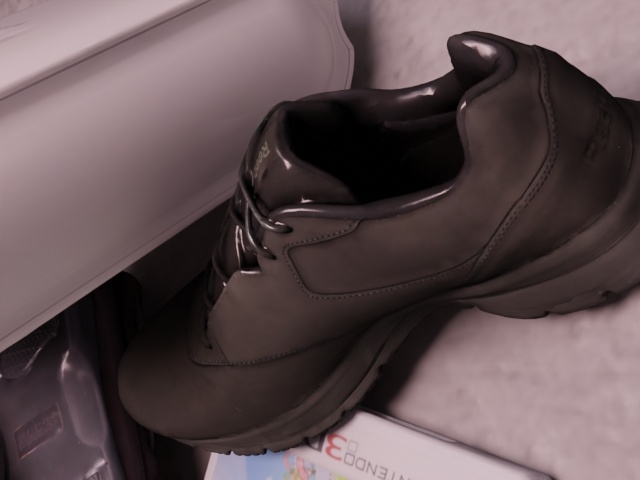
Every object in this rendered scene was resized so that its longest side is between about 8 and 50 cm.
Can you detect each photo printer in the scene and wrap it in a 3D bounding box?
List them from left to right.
[{"bbox_3d":[-0.148,-0.049,0.574,0.256,0.307,0.107,-1,116,42],"label":"photo printer"}]

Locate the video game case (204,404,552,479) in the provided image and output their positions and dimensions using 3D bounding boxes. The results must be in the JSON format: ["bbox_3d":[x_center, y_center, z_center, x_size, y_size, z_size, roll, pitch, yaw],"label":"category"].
[{"bbox_3d":[-0.003,0.180,0.526,0.193,0.023,0.212,13,87,48],"label":"video game case"}]

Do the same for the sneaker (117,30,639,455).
[{"bbox_3d":[0.000,0.000,0.490,0.286,0.130,0.109,-33,47,30],"label":"sneaker"}]

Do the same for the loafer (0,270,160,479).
[{"bbox_3d":[-0.116,0.134,0.619,0.109,0.095,0.302,-28,61,30],"label":"loafer"}]
